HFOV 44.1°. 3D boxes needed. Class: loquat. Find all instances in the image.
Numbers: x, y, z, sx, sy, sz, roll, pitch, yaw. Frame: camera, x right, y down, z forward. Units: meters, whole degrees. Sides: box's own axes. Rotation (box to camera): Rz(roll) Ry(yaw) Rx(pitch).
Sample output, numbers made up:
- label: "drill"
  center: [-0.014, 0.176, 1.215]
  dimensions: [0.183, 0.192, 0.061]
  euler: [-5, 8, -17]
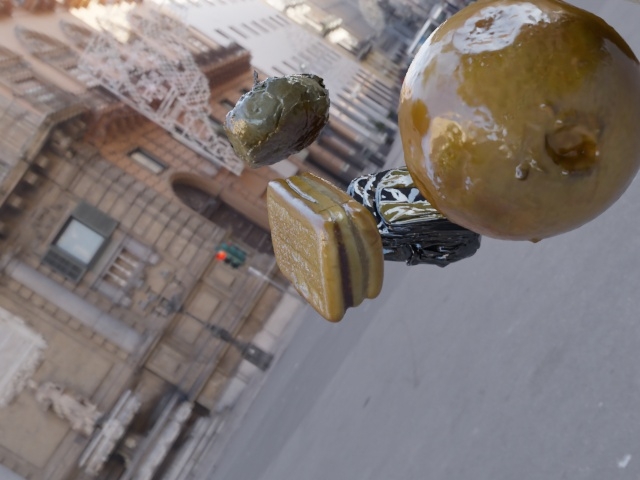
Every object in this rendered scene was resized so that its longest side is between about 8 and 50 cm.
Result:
- label: "loquat"
  center: [0.257, -0.157, 1.027]
  dimensions: [0.328, 0.328, 0.328]
  euler: [-57, 3, 4]

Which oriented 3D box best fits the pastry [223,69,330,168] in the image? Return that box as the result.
- label: "pastry"
  center: [-0.054, -0.158, 1.043]
  dimensions: [0.153, 0.081, 0.153]
  euler: [-35, -21, -16]

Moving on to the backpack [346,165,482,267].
- label: "backpack"
  center: [0.148, -0.043, 1.335]
  dimensions: [0.133, 0.258, 0.206]
  euler: [83, -170, -46]

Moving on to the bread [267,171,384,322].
- label: "bread"
  center: [0.000, 0.000, 0.825]
  dimensions: [0.077, 0.116, 0.200]
  euler: [-19, 22, -15]

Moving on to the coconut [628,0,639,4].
- label: "coconut"
  center: [0.547, -0.487, 1.156]
  dimensions: [0.353, 0.352, 0.352]
  euler: [-57, 3, 4]
